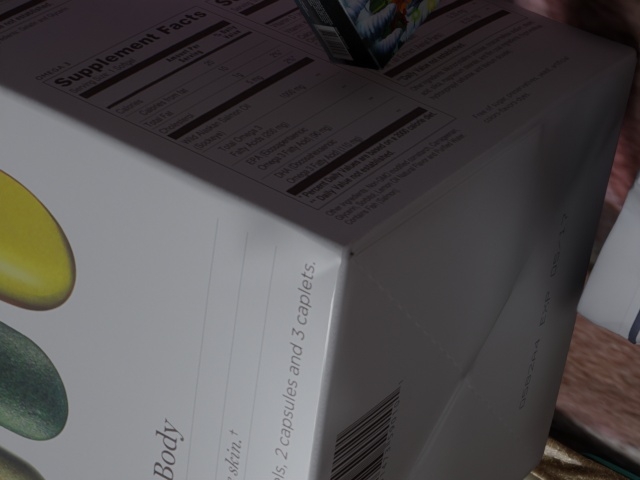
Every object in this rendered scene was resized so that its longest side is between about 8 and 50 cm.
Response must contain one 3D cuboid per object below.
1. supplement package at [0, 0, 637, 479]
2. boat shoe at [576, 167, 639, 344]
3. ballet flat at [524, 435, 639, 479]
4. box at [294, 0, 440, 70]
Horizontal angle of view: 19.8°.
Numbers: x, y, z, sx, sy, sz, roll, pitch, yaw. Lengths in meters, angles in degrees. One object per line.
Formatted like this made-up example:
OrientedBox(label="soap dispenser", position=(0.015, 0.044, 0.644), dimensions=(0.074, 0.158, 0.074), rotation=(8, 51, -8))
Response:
OrientedBox(label="supplement package", position=(-0.055, -0.002, 0.701), dimensions=(0.262, 0.198, 0.199), rotation=(25, 126, 26))
OrientedBox(label="boat shoe", position=(0.150, -0.012, 0.597), dimensions=(0.088, 0.096, 0.267), rotation=(31, 158, 9))
OrientedBox(label="ballet flat", position=(0.111, 0.131, 0.968), dimensions=(0.206, 0.067, 0.073), rotation=(29, 157, 26))
OrientedBox(label="box", position=(0.009, -0.135, 0.579), dimensions=(0.027, 0.094, 0.137), rotation=(15, 148, 46))
